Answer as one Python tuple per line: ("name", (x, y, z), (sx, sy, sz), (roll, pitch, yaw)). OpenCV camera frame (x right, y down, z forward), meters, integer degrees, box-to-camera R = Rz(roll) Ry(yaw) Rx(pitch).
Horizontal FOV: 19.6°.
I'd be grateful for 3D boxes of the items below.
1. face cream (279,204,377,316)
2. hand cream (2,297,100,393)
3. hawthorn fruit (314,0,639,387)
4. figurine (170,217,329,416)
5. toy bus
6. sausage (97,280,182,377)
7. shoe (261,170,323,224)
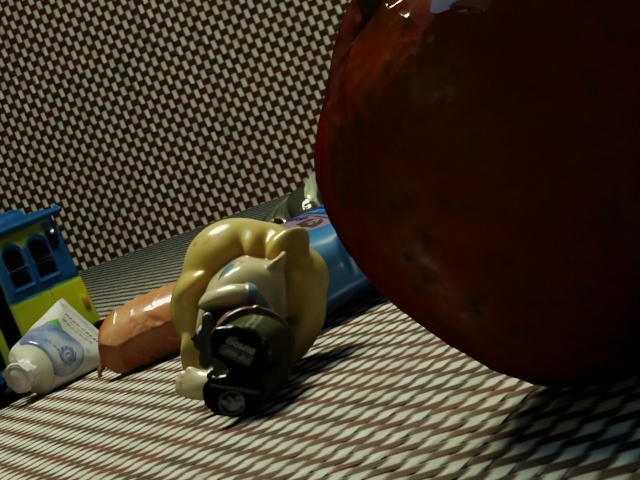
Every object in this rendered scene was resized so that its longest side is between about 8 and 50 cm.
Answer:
("face cream", (-0.003, 0.019, 1.488), (0.264, 0.083, 0.149), (-26, 3, -42))
("hand cream", (-0.251, 0.105, 1.770), (0.053, 0.084, 0.142), (-54, -8, 32))
("hawthorn fruit", (0.093, -0.056, 0.834), (0.215, 0.249, 0.215), (-45, 18, 18))
("figurine", (-0.054, 0.057, 1.218), (0.108, 0.114, 0.196), (2, 18, 5))
("toy bus", (-0.362, 0.086, 1.820), (0.138, 0.175, 0.287), (-19, 5, 43))
("sausage", (-0.126, 0.069, 1.643), (0.169, 0.065, 0.065), (-21, 4, 2))
("shoe", (-0.014, -0.006, 1.850), (0.112, 0.099, 0.227), (-28, -1, 8))
